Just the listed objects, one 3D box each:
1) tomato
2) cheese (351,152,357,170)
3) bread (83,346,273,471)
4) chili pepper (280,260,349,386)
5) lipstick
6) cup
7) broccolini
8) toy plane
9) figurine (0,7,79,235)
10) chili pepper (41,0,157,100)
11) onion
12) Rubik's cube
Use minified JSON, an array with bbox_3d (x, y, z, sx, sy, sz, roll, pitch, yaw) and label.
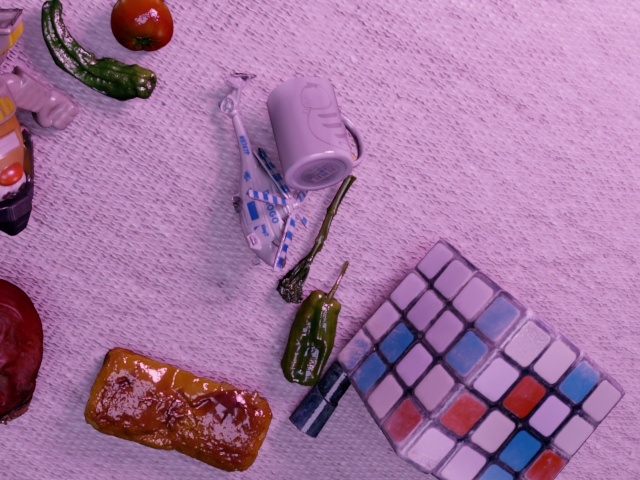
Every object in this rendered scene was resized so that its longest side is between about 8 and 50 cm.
[{"bbox_3d":[-0.243,-0.301,1.008,0.087,0.087,0.075,1,76,-10],"label":"tomato"},{"bbox_3d":[0.022,-0.136,1.112,0.044,0.030,0.083,-42,101,-21],"label":"cheese"},{"bbox_3d":[-0.212,0.255,1.126,0.271,0.077,0.139,22,94,-10],"label":"bread"},{"bbox_3d":[-0.008,0.129,1.134,0.072,0.073,0.204,14,100,-18],"label":"chili pepper"},{"bbox_3d":[0.037,0.200,1.175,0.053,0.053,0.234,35,89,-14],"label":"lipstick"},{"bbox_3d":[0.003,-0.150,1.033,0.136,0.099,0.133,-8,64,-12],"label":"cup"},{"bbox_3d":[0.000,0.000,1.119,0.044,0.042,0.218,29,100,-13],"label":"broccolini"},{"bbox_3d":[-0.101,-0.091,1.053,0.107,0.182,0.273,-22,105,28],"label":"toy plane"},{"bbox_3d":[-0.443,-0.141,0.938,0.308,0.143,0.308,-27,139,-26],"label":"figurine"},{"bbox_3d":[-0.312,-0.250,1.019,0.182,0.050,0.073,35,130,-10],"label":"chili pepper"},{"bbox_3d":[-0.512,0.149,0.989,0.281,0.281,0.221,14,55,-12],"label":"onion"},{"bbox_3d":[0.221,0.197,1.072,0.253,0.259,0.256,38,94,-30],"label":"Rubik's cube"}]
